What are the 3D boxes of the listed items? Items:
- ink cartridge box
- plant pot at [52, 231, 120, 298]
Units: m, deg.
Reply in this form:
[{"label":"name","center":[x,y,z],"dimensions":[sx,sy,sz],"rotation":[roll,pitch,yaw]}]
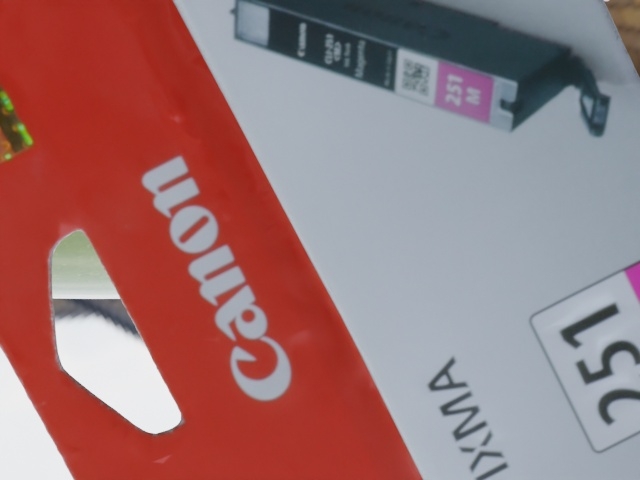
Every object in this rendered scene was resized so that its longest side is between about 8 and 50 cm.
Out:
[{"label":"ink cartridge box","center":[0.000,0.000,0.629],"dimensions":[0.239,0.275,0.060],"rotation":[-27,-171,0]},{"label":"plant pot","center":[-0.132,-0.084,0.781],"dimensions":[0.293,0.274,0.275],"rotation":[-15,-171,-40]}]
